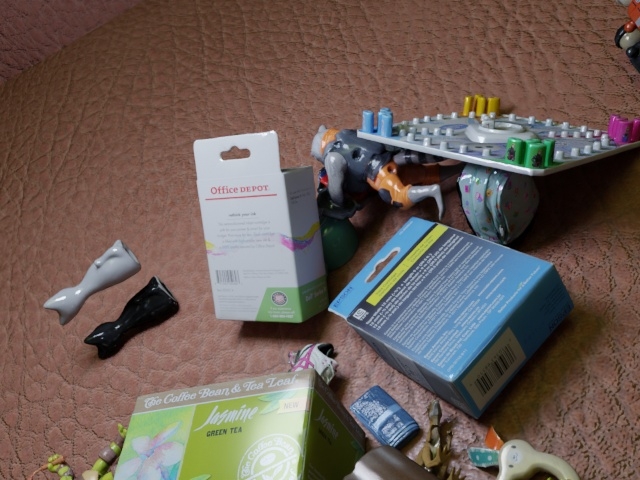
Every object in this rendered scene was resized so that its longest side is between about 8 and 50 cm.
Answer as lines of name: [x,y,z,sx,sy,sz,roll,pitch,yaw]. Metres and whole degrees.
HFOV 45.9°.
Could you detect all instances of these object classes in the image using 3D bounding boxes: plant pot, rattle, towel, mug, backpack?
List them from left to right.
mug: [0.006,-0.007,1.535,0.129,0.097,0.158,-33,41,0]
towel: [0.105,0.291,1.242,0.067,0.029,0.119,-40,42,-9]
plant pot: [0.119,0.379,1.034,0.167,0.167,0.165,-46,49,-14]
backpack: [0.318,-0.076,1.345,0.115,0.182,0.152,12,57,39]
rattle: [0.267,0.315,1.043,0.130,0.143,0.199,-46,46,13]

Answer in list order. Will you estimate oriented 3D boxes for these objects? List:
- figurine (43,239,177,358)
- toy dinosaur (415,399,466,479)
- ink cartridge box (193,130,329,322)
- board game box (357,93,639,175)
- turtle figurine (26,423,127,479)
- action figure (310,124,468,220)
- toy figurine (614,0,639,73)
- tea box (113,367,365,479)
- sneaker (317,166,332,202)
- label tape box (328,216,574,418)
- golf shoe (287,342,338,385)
figurine: [-0.447,0.130,1.601,0.209,0.215,0.092,-40,40,-6]
toy dinosaur: [0.160,0.349,1.146,0.211,0.064,0.112,-61,17,-22]
ink cartridge box: [-0.113,-0.029,1.448,0.207,0.353,0.119,-1,10,30]
board game box: [0.335,-0.208,1.393,0.390,0.050,0.390,-16,26,-42]
turtle figurine: [-0.411,0.451,1.368,0.217,0.087,0.269,-38,32,-17]
action figure: [0.137,-0.167,1.510,0.330,0.178,0.341,18,40,21]
toy figurine: [0.675,-0.431,1.437,0.209,0.213,0.148,-25,56,10]
tea box: [-0.127,0.401,1.137,0.329,0.220,0.323,-13,44,21]
sneaker: [0.033,-0.145,1.668,0.063,0.073,0.162,-5,48,28]
label tape box: [0.207,0.112,1.283,0.249,0.115,0.348,-46,32,-14]
golf shoe: [-0.011,0.230,1.309,0.086,0.067,0.186,-24,21,7]
